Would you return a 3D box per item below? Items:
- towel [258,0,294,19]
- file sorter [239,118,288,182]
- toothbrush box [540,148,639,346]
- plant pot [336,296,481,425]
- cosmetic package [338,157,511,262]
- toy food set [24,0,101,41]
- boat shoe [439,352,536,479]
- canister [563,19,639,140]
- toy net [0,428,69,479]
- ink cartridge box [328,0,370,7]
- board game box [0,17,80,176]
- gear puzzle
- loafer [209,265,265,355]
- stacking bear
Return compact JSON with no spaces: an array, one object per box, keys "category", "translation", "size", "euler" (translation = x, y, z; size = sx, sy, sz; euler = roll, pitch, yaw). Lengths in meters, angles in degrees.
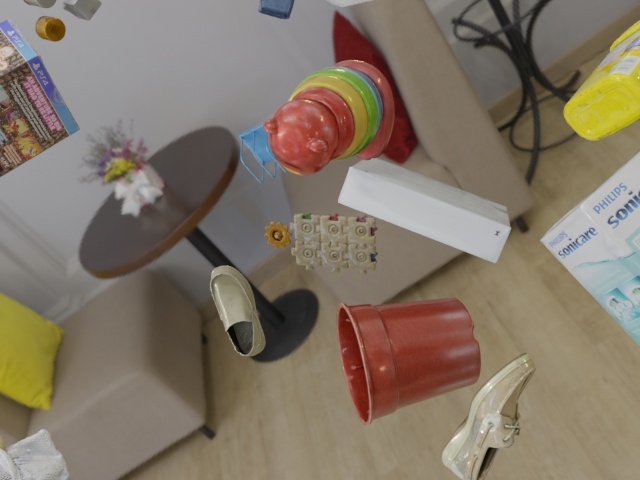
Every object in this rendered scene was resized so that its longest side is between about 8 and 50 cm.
[{"category":"towel","translation":[-0.081,-0.498,1.447],"size":[0.029,0.067,0.120],"euler":[129,154,-68]},{"category":"file sorter","translation":[-0.115,-0.242,1.920],"size":[0.170,0.118,0.105],"euler":[-21,46,21]},{"category":"toothbrush box","translation":[0.472,0.025,0.926],"size":[0.216,0.295,0.126],"euler":[-36,-12,-19]},{"category":"plant pot","translation":[0.196,0.247,1.617],"size":[0.264,0.273,0.272],"euler":[-11,31,-10]},{"category":"cosmetic package","translation":[0.252,-0.084,1.716],"size":[0.284,0.377,0.098],"euler":[-38,-31,-74]},{"category":"toy food set","translation":[-0.438,-0.455,1.246],"size":[0.104,0.111,0.232],"euler":[23,76,38]},{"category":"boat shoe","translation":[0.330,0.339,1.355],"size":[0.098,0.109,0.302],"euler":[43,123,31]},{"category":"canister","translation":[0.400,-0.214,0.929],"size":[0.170,0.073,0.126],"euler":[-46,5,-26]},{"category":"toy net","translation":[-0.347,0.187,0.669],"size":[0.122,0.232,0.045],"euler":[-52,9,5]},{"category":"ink cartridge box","translation":[-0.051,-0.237,0.514],"size":[0.224,0.181,0.056],"euler":[6,67,51]},{"category":"board game box","translation":[-0.687,-0.265,1.485],"size":[0.291,0.232,0.141],"euler":[-36,64,-16]},{"category":"gear puzzle","translation":[0.000,0.000,2.081],"size":[0.338,0.176,0.044],"euler":[4,23,16]},{"category":"loafer","translation":[-0.222,0.196,1.963],"size":[0.101,0.269,0.092],"euler":[-22,10,8]},{"category":"stacking bear","translation":[0.008,-0.193,1.183],"size":[0.289,0.175,0.164],"euler":[-46,-17,-59]}]
